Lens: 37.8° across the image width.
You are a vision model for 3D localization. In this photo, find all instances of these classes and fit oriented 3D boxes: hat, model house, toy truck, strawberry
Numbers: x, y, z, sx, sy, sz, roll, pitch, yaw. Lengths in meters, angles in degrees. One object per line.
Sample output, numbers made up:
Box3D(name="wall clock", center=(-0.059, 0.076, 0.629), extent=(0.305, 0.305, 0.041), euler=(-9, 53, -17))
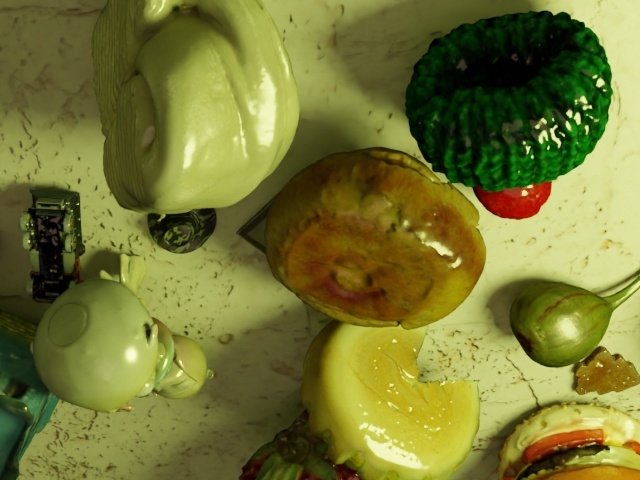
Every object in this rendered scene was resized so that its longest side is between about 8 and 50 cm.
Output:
Box3D(name="hat", center=(0.276, -0.159, 1.342), extent=(0.274, 0.242, 0.332), euler=(2, 153, 18))
Box3D(name="model house", center=(-0.552, 0.233, 1.574), extent=(0.237, 0.303, 0.215), euler=(25, 116, -5))
Box3D(name="toy truck", center=(-0.432, 0.006, 1.525), extent=(0.083, 0.092, 0.192), euler=(3, 119, -3))
Box3D(name="hat", center=(-0.227, -0.021, 1.524), extent=(0.121, 0.050, 0.121), euler=(-1, 124, -1))
Box3D(name="strawberry", center=(0.034, 0.486, 1.766), extent=(0.295, 0.317, 0.345), euler=(7, 142, 42))

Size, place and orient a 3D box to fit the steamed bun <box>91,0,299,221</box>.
Box3D(name="steamed bun", center=(-0.155, -0.197, 1.238), extent=(0.255, 0.368, 0.342), euler=(-2, 91, -26))

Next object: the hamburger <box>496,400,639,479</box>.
Box3D(name="hamburger", center=(0.499, 0.477, 1.769), extent=(0.330, 0.250, 0.330), euler=(1, 130, 1))

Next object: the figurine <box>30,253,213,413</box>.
Box3D(name="figurine", center=(-0.300, 0.167, 1.571), extent=(0.227, 0.274, 0.394), euler=(-4, 158, 23))

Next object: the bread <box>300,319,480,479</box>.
Box3D(name="bread", center=(0.109, 0.276, 1.603), extent=(0.333, 0.333, 0.160), euler=(23, 149, -16))

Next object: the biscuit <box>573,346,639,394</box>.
Box3D(name="biscuit", center=(0.535, 0.249, 1.739), extent=(0.130, 0.019, 0.119), euler=(13, 126, -9))

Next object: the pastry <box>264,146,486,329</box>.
Box3D(name="pastry", center=(0.083, 0.006, 1.434), extent=(0.356, 0.163, 0.356), euler=(9, 143, 7))

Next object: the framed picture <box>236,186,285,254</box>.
Box3D(name="framed picture", center=(0.000, 0.000, 1.563), extent=(0.231, 0.010, 0.173), euler=(38, 118, -24))

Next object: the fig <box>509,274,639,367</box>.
Box3D(name="fig", center=(0.450, 0.114, 1.602), extent=(0.259, 0.151, 0.151), euler=(-26, 127, -14))
